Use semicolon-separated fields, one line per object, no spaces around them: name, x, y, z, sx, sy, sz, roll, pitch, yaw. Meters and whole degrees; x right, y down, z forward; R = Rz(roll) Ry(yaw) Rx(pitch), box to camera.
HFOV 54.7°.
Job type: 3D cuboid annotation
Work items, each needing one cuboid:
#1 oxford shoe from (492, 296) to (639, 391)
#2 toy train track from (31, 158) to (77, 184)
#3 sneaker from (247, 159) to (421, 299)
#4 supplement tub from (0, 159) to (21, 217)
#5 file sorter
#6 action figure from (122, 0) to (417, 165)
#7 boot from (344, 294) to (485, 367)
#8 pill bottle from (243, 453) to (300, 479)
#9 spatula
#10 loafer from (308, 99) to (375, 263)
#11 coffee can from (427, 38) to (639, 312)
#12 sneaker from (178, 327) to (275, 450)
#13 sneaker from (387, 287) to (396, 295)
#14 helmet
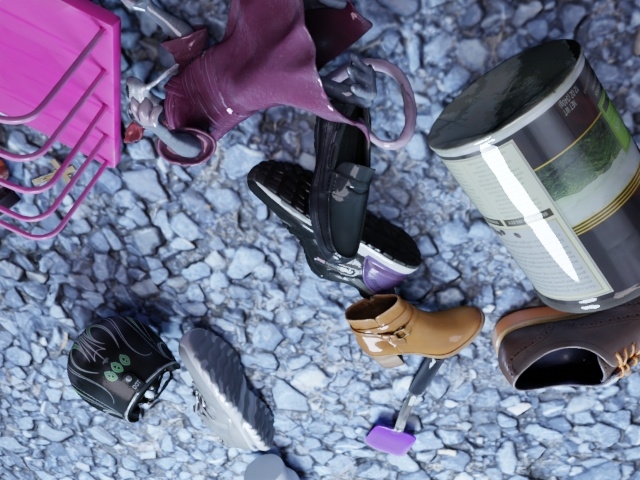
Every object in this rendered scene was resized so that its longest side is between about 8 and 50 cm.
oxford shoe;0.451;0.157;0.926;0.364;0.132;0.130;-17;116;16
toy train track;-0.406;-0.102;0.946;0.083;0.014;0.048;-14;125;21
sneaker;0.000;0.000;0.909;0.283;0.107;0.124;32;124;-12
supplement tub;-0.535;-0.113;0.901;0.106;0.106;0.198;-29;113;21
file sorter;-0.375;-0.154;0.738;0.202;0.182;0.290;26;150;-4
action figure;-0.106;-0.207;0.777;0.370;0.248;0.276;-18;154;37
boot;0.145;0.123;0.945;0.197;0.073;0.152;-26;133;10
pill bottle;-0.079;0.509;1.207;0.108;0.108;0.180;-13;118;14
spatula;0.158;0.290;1.097;0.084;0.030;0.296;18;121;-1
loafer;0.032;-0.081;0.807;0.076;0.223;0.078;7;170;-38
coffee can;0.292;-0.075;0.771;0.202;0.201;0.275;-33;111;22
sneaker;-0.187;0.279;1.088;0.115;0.105;0.281;-16;117;17
sneaker;0.112;0.106;0.993;0.031;0.035;0.083;-12;118;14
helmet;-0.334;0.203;1.022;0.162;0.169;0.169;35;120;12
